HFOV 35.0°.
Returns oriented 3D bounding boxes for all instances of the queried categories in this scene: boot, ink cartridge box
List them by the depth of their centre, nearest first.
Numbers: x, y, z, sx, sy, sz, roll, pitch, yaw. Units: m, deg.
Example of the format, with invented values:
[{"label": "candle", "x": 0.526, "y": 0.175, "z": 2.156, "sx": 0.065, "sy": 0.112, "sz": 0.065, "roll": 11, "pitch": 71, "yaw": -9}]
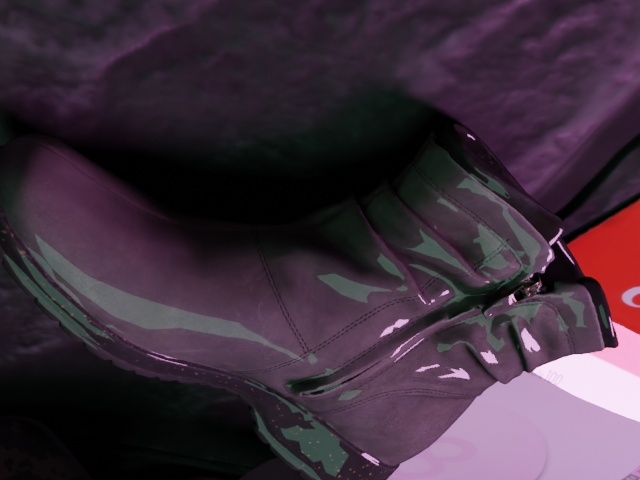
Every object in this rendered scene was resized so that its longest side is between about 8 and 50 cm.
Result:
[{"label": "boot", "x": 0.000, "y": 0.000, "z": 0.418, "sx": 0.161, "sy": 0.083, "sz": 0.246, "roll": -40, "pitch": 120, "yaw": 21}, {"label": "ink cartridge box", "x": 0.142, "y": 0.084, "z": 0.539, "sx": 0.189, "sy": 0.066, "sz": 0.232, "roll": 24, "pitch": 143, "yaw": -29}]

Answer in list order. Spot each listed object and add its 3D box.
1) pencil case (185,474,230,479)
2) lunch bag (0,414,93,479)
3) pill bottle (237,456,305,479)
[{"label": "pencil case", "x": -0.117, "y": 0.245, "z": 0.746, "sx": 0.098, "sy": 0.095, "sz": 0.209, "roll": 8, "pitch": 149, "yaw": -37}, {"label": "lunch bag", "x": -0.239, "y": 0.282, "z": 0.581, "sx": 0.305, "sy": 0.212, "sz": 0.256, "roll": -24, "pitch": 141, "yaw": -34}, {"label": "pill bottle", "x": 0.054, "y": 0.253, "z": 0.628, "sx": 0.162, "sy": 0.162, "sz": 0.278, "roll": -26, "pitch": 127, "yaw": 33}]
